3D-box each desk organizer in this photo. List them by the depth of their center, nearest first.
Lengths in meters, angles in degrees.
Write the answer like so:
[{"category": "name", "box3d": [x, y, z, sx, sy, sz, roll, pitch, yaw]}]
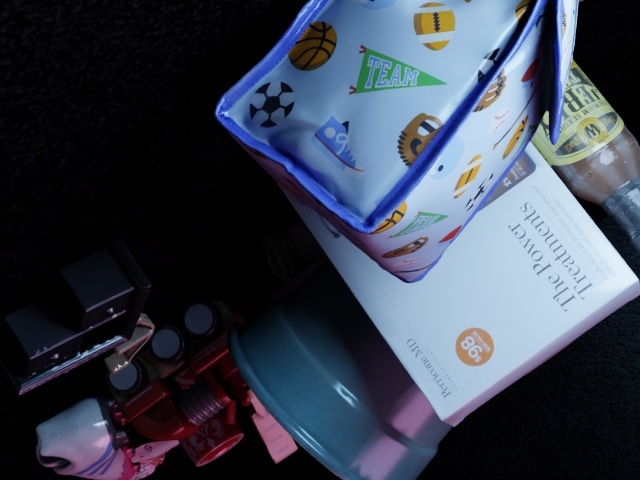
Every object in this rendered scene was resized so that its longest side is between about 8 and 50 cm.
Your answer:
[{"category": "desk organizer", "box3d": [-0.010, 0.069, 2.104, 0.130, 0.047, 0.050, -37, 168, 8]}]

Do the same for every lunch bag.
[{"category": "lunch bag", "box3d": [0.127, -0.169, 1.294, 0.385, 0.239, 0.328, -51, 165, -2]}]

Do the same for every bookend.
[{"category": "bookend", "box3d": [-0.290, 0.088, 1.475, 0.156, 0.072, 0.157, -27, 163, -29]}]

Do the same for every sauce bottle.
[{"category": "sauce bottle", "box3d": [0.325, -0.133, 1.605, 0.111, 0.344, 0.111, -34, 164, -11]}]

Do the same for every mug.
[{"category": "mug", "box3d": [-0.199, 0.258, 2.036, 0.113, 0.169, 0.150, -23, 162, -37]}]

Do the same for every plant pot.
[{"category": "plant pot", "box3d": [0.108, 0.126, 1.758, 0.334, 0.341, 0.341, -46, 164, 9]}]

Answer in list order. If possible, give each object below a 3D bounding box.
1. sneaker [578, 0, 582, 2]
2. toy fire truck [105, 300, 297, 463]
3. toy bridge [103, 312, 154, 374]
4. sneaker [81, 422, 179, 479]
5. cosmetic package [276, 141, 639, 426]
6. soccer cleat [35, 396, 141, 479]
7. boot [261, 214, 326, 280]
[{"category": "sneaker", "box3d": [0.304, -0.330, 1.463, 0.063, 0.074, 0.170, -27, 164, -28]}, {"category": "toy fire truck", "box3d": [-0.162, 0.241, 1.908, 0.217, 0.246, 0.158, -37, 165, 5]}, {"category": "toy bridge", "box3d": [-0.262, 0.132, 1.775, 0.063, 0.026, 0.188, -31, 165, -26]}, {"category": "sneaker", "box3d": [-0.291, 0.343, 2.258, 0.270, 0.090, 0.145, -32, 162, 8]}, {"category": "cosmetic package", "box3d": [0.164, -0.008, 1.571, 0.284, 0.377, 0.097, -38, 160, 7]}, {"category": "soccer cleat", "box3d": [-0.370, 0.319, 2.012, 0.143, 0.116, 0.331, -16, 160, -8]}, {"category": "boot", "box3d": [0.000, 0.000, 1.844, 0.165, 0.077, 0.213, -34, 161, -6]}]
